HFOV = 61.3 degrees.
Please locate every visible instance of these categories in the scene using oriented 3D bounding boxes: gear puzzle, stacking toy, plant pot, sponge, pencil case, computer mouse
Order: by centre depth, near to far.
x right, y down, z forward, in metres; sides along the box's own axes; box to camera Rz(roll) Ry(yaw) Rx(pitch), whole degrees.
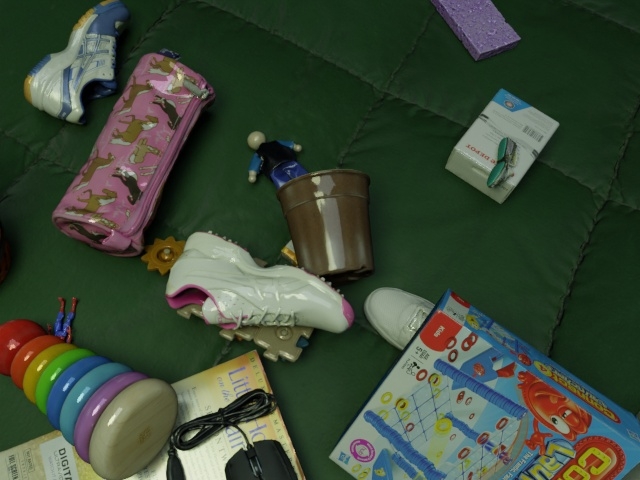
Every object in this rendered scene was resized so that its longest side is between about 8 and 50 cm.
[{"bbox_3d":[-0.116,0.353,0.756,0.184,0.060,0.262,-17,68,-12],"label":"computer mouse"},{"bbox_3d":[-0.374,0.209,0.790,0.330,0.141,0.141,19,65,25],"label":"stacking toy"},{"bbox_3d":[0.018,-0.014,0.920,0.167,0.167,0.165,-8,75,-8],"label":"plant pot"},{"bbox_3d":[-0.163,0.090,0.935,0.339,0.044,0.175,24,47,7],"label":"gear puzzle"},{"bbox_3d":[-0.328,-0.156,0.979,0.160,0.167,0.386,26,66,-16],"label":"pencil case"},{"bbox_3d":[0.359,-0.518,1.261,0.117,0.031,0.210,-23,70,-14],"label":"sponge"}]

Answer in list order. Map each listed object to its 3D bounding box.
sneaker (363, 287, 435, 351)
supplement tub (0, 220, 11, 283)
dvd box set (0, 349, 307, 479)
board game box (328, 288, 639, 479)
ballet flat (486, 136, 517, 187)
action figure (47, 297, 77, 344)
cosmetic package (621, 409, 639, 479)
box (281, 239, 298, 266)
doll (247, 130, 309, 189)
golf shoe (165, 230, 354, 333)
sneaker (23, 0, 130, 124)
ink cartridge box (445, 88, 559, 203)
[{"bbox_3d":[0.209,0.151,0.882,0.293,0.169,0.108,32,70,11],"label":"sneaker"},{"bbox_3d":[-0.619,-0.023,0.799,0.207,0.338,0.207,2,66,-3],"label":"supplement tub"},{"bbox_3d":[-0.237,0.383,0.802,0.421,0.062,0.307,-21,69,-13],"label":"dvd box set"},{"bbox_3d":[0.217,0.282,0.767,0.302,0.086,0.308,34,112,11],"label":"board game box"},{"bbox_3d":[0.343,-0.140,1.003,0.041,0.041,0.114,22,68,5],"label":"ballet flat"},{"bbox_3d":[-0.436,0.153,0.907,0.038,0.030,0.115,3,68,-7],"label":"action figure"},{"bbox_3d":[0.536,0.415,0.800,0.385,0.156,0.217,-40,75,-18],"label":"cosmetic package"},{"bbox_3d":[0.000,0.000,1.008,0.081,0.028,0.136,37,66,11],"label":"box"},{"bbox_3d":[-0.083,-0.143,1.053,0.129,0.046,0.189,-32,73,-18],"label":"doll"},{"bbox_3d":[-0.101,0.097,0.851,0.306,0.115,0.140,20,54,14],"label":"golf shoe"},{"bbox_3d":[-0.459,-0.359,1.102,0.131,0.112,0.296,32,68,-10],"label":"sneaker"},{"bbox_3d":[0.365,-0.191,1.090,0.140,0.082,0.190,36,71,11],"label":"ink cartridge box"}]
